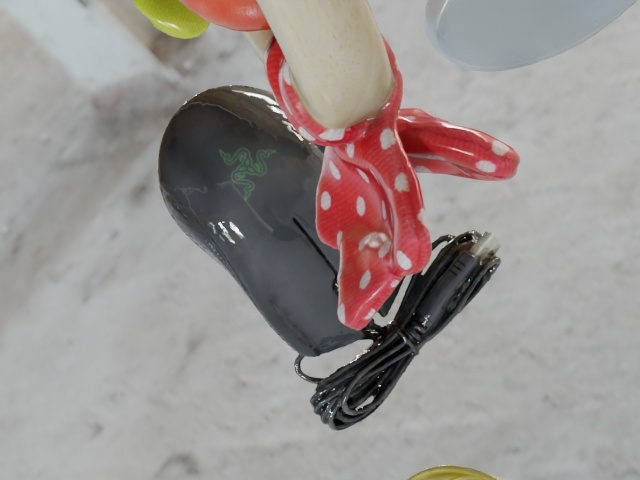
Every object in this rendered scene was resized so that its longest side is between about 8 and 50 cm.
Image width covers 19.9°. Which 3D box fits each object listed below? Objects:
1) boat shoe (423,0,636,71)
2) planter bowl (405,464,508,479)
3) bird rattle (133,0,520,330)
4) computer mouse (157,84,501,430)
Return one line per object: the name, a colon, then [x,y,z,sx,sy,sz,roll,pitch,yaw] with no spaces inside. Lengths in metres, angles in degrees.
boat shoe: [0.224,-0.292,1.522,0.367,0.136,0.156,-40,35,5]
planter bowl: [0.155,0.272,1.477,0.090,0.217,0.217,-19,8,-43]
bird rattle: [-0.025,-0.099,0.718,0.143,0.207,0.253,-25,64,3]
computer mouse: [0.000,0.000,1.301,0.188,0.272,0.072,-47,22,-4]
